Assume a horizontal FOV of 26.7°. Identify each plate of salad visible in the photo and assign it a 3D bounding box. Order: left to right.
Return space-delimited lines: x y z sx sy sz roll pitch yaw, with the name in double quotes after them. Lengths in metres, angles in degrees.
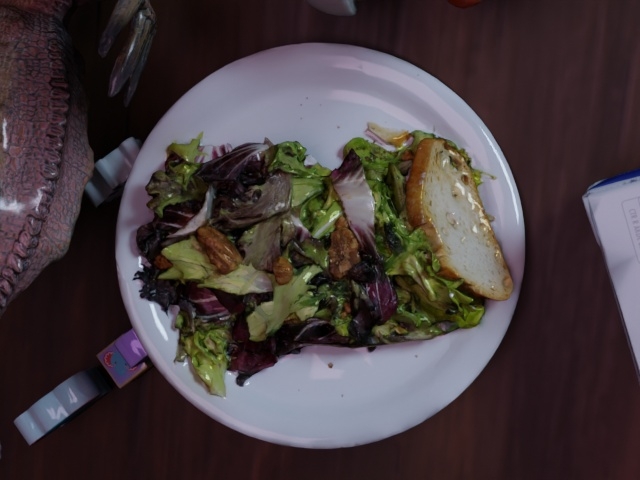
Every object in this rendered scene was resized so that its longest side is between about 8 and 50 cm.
0.000 0.000 0.648 0.200 0.048 0.199 0 84 0 "plate of salad"

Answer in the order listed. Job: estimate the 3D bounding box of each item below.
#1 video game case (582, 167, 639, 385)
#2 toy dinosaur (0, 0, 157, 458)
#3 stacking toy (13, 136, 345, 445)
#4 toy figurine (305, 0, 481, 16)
0.279 0.057 0.581 0.270 0.061 0.244 -15 93 21 "video game case"
-0.145 -0.050 0.633 0.200 0.127 0.295 -10 72 32 "toy dinosaur"
-0.113 0.070 0.725 0.221 0.052 0.167 -40 85 21 "stacking toy"
0.030 -0.200 0.547 0.148 0.209 0.213 -8 95 10 "toy figurine"
